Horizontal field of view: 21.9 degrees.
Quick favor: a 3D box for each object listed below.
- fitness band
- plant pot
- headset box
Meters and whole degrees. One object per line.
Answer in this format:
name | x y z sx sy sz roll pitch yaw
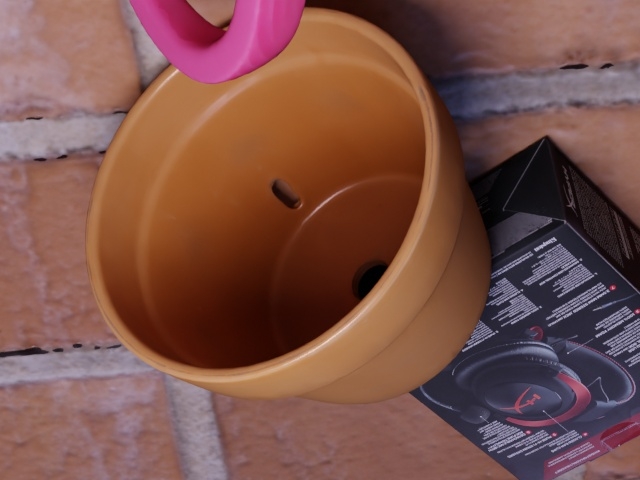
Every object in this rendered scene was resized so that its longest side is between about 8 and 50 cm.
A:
fitness band | -0.086 -0.235 1.052 0.054 0.209 0.291 -27 143 -31
plant pot | 0.000 0.000 1.245 0.291 0.291 0.203 -26 146 20
headset box | 0.197 0.080 1.428 0.218 0.110 0.293 -33 127 25
